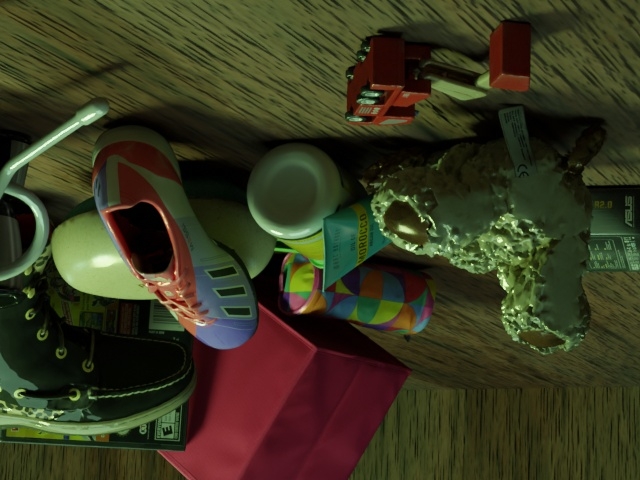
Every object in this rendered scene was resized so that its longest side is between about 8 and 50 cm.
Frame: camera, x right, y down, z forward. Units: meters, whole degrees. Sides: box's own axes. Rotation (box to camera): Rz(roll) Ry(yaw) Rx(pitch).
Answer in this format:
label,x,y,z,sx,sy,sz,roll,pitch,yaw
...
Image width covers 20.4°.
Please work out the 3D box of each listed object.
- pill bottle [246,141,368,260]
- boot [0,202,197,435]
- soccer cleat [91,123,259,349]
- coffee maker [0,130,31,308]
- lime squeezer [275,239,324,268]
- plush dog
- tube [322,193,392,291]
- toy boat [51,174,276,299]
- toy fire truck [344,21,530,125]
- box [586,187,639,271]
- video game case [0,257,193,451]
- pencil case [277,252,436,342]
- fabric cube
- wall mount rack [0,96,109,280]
label,x,y,z,sx,sy,sz,roll,pitch,yaw
pill bottle,-0.004,-0.035,1.903,0.103,0.103,0.184,-2,167,17
boot,-0.343,0.098,2.217,0.377,0.138,0.284,0,128,-4
soccer cleat,-0.154,0.025,1.861,0.108,0.116,0.318,-13,132,15
coffee maker,-0.380,-0.027,1.827,0.120,0.178,0.171,-12,164,41
lime squeezer,0.000,0.000,2.192,0.110,0.059,0.310,7,168,-24
plush dog,0.173,-0.036,1.794,0.262,0.210,0.225,38,170,-19
tube,0.056,-0.020,1.861,0.052,0.080,0.207,9,-155,32
toy boat,-0.164,0.003,2.087,0.267,0.148,0.318,-7,159,17
toy fire truck,0.098,-0.139,1.522,0.135,0.047,0.192,2,169,-8
box,0.293,-0.010,2.090,0.183,0.056,0.231,0,168,13
video game case,-0.295,0.138,2.375,0.248,0.275,0.035,4,179,-9
pencil case,0.049,0.073,2.439,0.236,0.104,0.104,13,164,-39
fabric cube,-0.080,0.211,2.507,0.254,0.258,0.259,35,-171,36
wall mount rack,-0.369,-0.056,1.634,0.350,0.304,0.130,19,-160,-35
